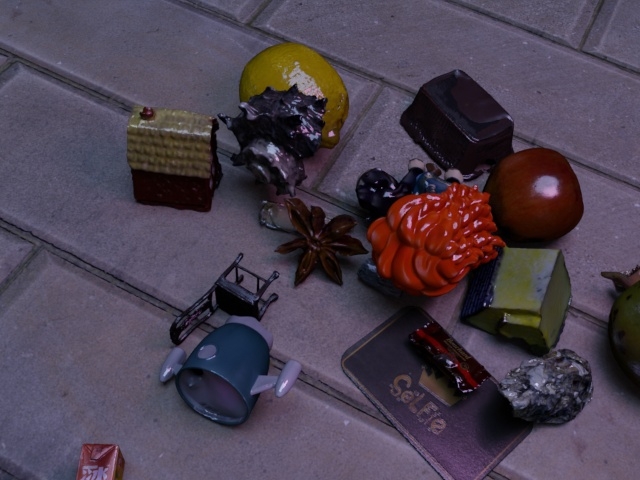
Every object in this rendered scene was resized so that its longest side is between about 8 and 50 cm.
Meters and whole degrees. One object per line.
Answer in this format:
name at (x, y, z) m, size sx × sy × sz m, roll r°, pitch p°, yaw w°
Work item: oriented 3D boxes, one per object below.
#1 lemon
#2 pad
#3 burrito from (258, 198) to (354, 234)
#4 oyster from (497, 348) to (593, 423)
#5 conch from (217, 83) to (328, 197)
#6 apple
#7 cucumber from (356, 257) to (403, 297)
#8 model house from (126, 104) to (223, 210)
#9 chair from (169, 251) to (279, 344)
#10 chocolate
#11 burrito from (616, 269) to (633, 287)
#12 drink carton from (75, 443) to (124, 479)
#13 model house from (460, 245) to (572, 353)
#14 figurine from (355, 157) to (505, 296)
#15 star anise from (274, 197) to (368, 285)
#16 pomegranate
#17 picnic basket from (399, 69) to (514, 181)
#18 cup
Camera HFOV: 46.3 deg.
lemon at (-0.060, -0.345, 1.836) m, size 0.245 × 0.245 × 0.320 m, roll -34°, pitch 71°, yaw -26°
pad at (0.217, 0.313, 1.514) m, size 0.315 × 0.063 × 0.375 m, roll -35°, pitch 65°, yaw -26°
burrito at (-0.034, -0.048, 1.746) m, size 0.229 × 0.058 × 0.063 m, roll 12°, pitch 50°, yaw -1°
oyster at (0.464, 0.289, 1.521) m, size 0.252 × 0.087 × 0.199 m, roll 27°, pitch 60°, yaw -24°
conch at (-0.095, -0.213, 1.644) m, size 0.186 × 0.313 × 0.241 m, roll -17°, pitch 78°, yaw -45°
apple at (0.492, -0.101, 1.751) m, size 0.230 × 0.230 × 0.230 m, roll 3°, pitch 55°, yaw -4°
cucumber at (0.139, 0.083, 1.671) m, size 0.112 × 0.064 × 0.064 m, roll 25°, pitch 56°, yaw 13°
model house at (-0.329, -0.202, 1.702) m, size 0.196 × 0.254 × 0.160 m, roll 7°, pitch 58°, yaw 0°
chair at (-0.196, 0.146, 1.561) m, size 0.113 × 0.106 × 0.229 m, roll 29°, pitch 58°, yaw 16°
chocolate at (0.267, 0.238, 1.550) m, size 0.086 × 0.028 × 0.182 m, roll -24°, pitch 48°, yaw -24°
burrito at (0.756, 0.093, 1.740) m, size 0.149 × 0.041 × 0.055 m, roll 3°, pitch 68°, yaw -8°
drink carton at (-0.396, 0.479, 1.309) m, size 0.071 × 0.096 × 0.223 m, roll 3°, pitch 56°, yaw -4°
model house at (0.418, 0.129, 1.644) m, size 0.211 × 0.170 × 0.194 m, roll 5°, pitch 57°, yaw 33°
figurine at (0.226, -0.053, 1.651) m, size 0.306 × 0.241 × 0.412 m, roll 14°, pitch 32°, yaw -24°
star anise at (0.004, 0.000, 1.656) m, size 0.196 × 0.212 × 0.111 m, roll -5°, pitch 9°, yaw 21°
pomegranate at (0.732, 0.149, 1.548) m, size 0.290 × 0.291 × 0.323 m, roll -6°, pitch 66°, yaw -10°
picnic basket at (0.358, -0.310, 1.928) m, size 0.222 × 0.129 × 0.297 m, roll -26°, pitch 61°, yaw -21°
cup at (-0.174, 0.241, 1.465) m, size 0.299 × 0.167 × 0.173 m, roll 2°, pitch 41°, yaw 27°
